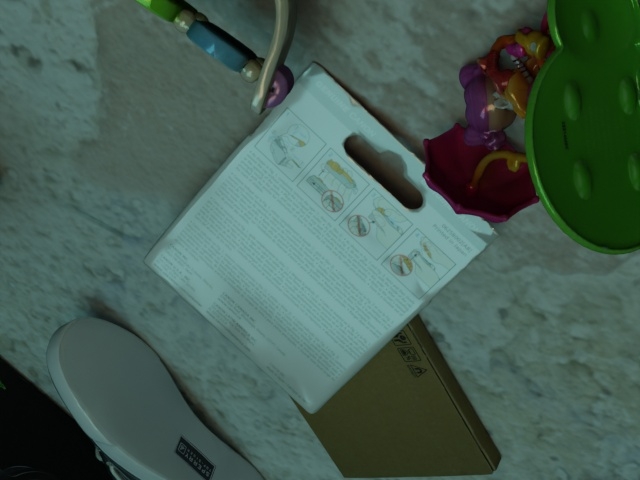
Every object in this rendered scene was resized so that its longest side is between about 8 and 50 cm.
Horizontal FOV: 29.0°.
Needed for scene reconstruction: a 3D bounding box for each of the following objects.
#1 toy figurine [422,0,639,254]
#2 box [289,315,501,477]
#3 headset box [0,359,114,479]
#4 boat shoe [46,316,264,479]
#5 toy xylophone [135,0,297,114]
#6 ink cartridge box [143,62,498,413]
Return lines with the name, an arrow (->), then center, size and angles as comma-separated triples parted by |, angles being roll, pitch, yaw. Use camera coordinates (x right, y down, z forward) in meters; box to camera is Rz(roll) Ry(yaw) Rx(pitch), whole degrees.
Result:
toy figurine -> 0.125, -0.075, 0.775 | 0.159, 0.130, 0.173 | -5, 95, 58
box -> 0.044, 0.132, 1.074 | 0.164, 0.021, 0.201 | -9, 125, 36
headset box -> -0.354, 0.282, 1.279 | 0.283, 0.246, 0.131 | 44, 137, -13
boat shoe -> -0.173, 0.195, 1.204 | 0.102, 0.108, 0.301 | -17, 127, 38
toy xylophone -> -0.140, -0.197, 0.744 | 0.322, 0.236, 0.081 | 36, 99, 4
ink cartridge box -> 0.000, 0.000, 0.951 | 0.189, 0.066, 0.232 | 43, 116, -1
